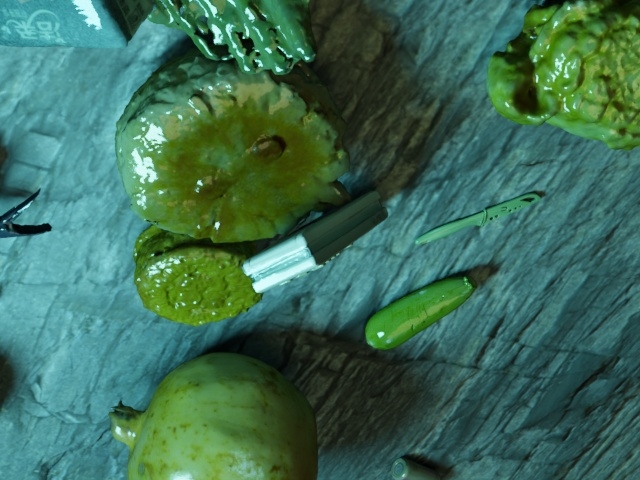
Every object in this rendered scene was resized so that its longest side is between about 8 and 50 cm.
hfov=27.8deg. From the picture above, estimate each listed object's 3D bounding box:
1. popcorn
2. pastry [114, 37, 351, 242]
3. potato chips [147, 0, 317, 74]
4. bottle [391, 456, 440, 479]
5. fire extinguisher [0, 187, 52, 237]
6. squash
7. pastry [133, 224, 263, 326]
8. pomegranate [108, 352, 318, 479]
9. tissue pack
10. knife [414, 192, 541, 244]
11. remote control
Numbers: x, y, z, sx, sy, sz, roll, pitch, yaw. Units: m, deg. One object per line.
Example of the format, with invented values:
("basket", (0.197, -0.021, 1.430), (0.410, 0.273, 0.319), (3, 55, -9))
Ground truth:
("popcorn", (0.379, -0.247, 1.732), (0.286, 0.173, 0.225), (11, 114, -11))
("pastry", (-0.113, -0.134, 1.715), (0.330, 0.136, 0.329), (-9, 134, -9))
("potato chips", (-0.129, -0.370, 1.443), (0.389, 0.097, 0.373), (32, 128, -14))
("bottle", (0.178, 0.434, 2.393), (0.096, 0.045, 0.045), (26, 121, -35))
("fire extinguisher", (-0.488, -0.095, 1.674), (0.138, 0.102, 0.344), (-32, 132, 12))
("squash", (0.159, 0.113, 2.072), (0.201, 0.066, 0.066), (-29, 133, 12))
("pastry", (-0.177, 0.039, 1.872), (0.189, 0.103, 0.188), (-5, 141, -4))
("pomegranate", (-0.176, 0.340, 2.032), (0.343, 0.342, 0.342), (-8, 134, -8))
("tissue pack", (-0.342, -0.352, 1.413), (0.228, 0.103, 0.315), (8, 141, 27))
("knife", (0.243, -0.031, 1.996), (0.207, 0.014, 0.030), (-21, 132, 4))
("remote control", (0.000, 0.000, 1.794), (0.103, 0.277, 0.055), (-26, 93, 27))
